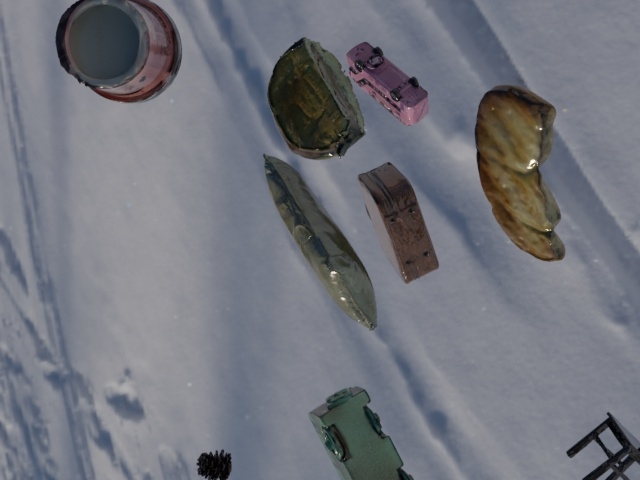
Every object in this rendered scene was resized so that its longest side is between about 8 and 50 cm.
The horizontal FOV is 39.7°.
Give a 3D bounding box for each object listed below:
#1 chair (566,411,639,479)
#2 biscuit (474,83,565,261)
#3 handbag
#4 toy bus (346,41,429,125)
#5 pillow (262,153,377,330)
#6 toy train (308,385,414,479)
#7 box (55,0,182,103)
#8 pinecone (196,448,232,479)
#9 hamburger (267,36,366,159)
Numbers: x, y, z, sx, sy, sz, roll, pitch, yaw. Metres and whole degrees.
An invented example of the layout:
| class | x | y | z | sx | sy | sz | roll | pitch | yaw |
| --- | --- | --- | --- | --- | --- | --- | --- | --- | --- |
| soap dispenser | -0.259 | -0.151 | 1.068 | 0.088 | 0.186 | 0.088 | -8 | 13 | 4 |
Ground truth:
| class | x | y | z | sx | sy | sz | roll | pitch | yaw |
| --- | --- | --- | --- | --- | --- | --- | --- | --- | --- |
| chair | 0.471 | 0.284 | 1.266 | 0.212 | 0.101 | 0.084 | -45 | 19 | 12 |
| biscuit | 0.323 | -0.110 | 1.446 | 0.154 | 0.045 | 0.299 | 18 | 127 | 46 |
| handbag | 0.130 | -0.036 | 1.530 | 0.193 | 0.072 | 0.151 | 65 | 177 | -33 |
| toy bus | 0.133 | -0.309 | 1.755 | 0.203 | 0.063 | 0.090 | 47 | 165 | 29 |
| pillow | 0.000 | 0.000 | 1.400 | 0.185 | 0.075 | 0.302 | 56 | -178 | -46 |
| toy train | 0.093 | 0.457 | 1.823 | 0.326 | 0.129 | 0.159 | 62 | 167 | -5 |
| box | -0.274 | -0.261 | 1.192 | 0.135 | 0.151 | 0.151 | -61 | -33 | -81 |
| pinecone | -0.241 | 0.513 | 2.017 | 0.077 | 0.083 | 0.077 | -28 | 54 | 46 |
| hamburger | -0.027 | -0.315 | 2.129 | 0.211 | 0.132 | 0.309 | -33 | 78 | 28 |
